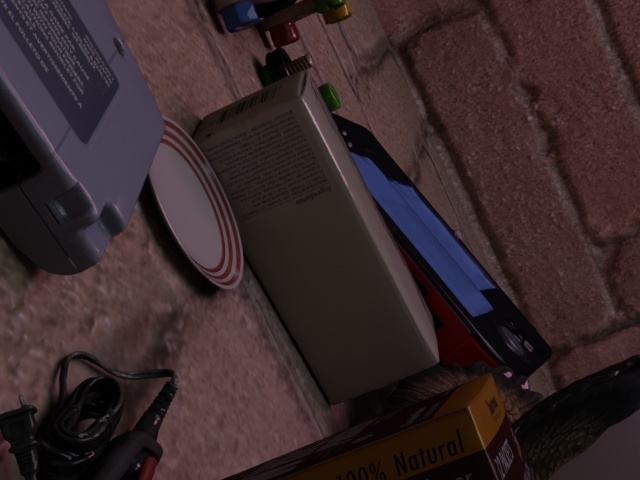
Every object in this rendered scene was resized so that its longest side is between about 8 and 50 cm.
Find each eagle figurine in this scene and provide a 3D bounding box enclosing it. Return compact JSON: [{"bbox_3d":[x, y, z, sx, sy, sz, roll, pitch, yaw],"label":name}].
[{"bbox_3d":[0.139,0.189,0.807,0.225,0.226,0.298,79,33,-59],"label":"eagle figurine"}]

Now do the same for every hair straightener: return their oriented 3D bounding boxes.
[{"bbox_3d":[-0.104,0.100,0.458,0.089,0.047,0.230,64,14,-14],"label":"hair straightener"}]

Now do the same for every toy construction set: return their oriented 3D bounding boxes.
[{"bbox_3d":[-0.007,-0.353,1.172,0.257,0.237,0.309,40,29,-62],"label":"toy construction set"}]

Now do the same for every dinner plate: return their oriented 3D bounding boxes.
[{"bbox_3d":[-0.098,-0.027,0.757,0.141,0.017,0.141,60,14,-26],"label":"dinner plate"}]

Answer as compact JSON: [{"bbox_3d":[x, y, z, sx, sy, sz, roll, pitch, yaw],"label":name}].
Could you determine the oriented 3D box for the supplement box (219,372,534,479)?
[{"bbox_3d":[0.032,0.197,0.515,0.194,0.191,0.129,68,13,6],"label":"supplement box"}]

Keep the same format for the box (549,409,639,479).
[{"bbox_3d":[0.266,0.260,0.981,0.181,0.181,0.119,-96,160,-50],"label":"box"}]

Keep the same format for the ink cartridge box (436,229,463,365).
[{"bbox_3d":[0.202,0.162,1.391,0.186,0.065,0.311,91,-14,-65],"label":"ink cartridge box"}]

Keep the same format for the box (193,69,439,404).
[{"bbox_3d":[0.000,0.000,0.894,0.094,0.113,0.275,-85,151,-65],"label":"box"}]

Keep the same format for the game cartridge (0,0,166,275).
[{"bbox_3d":[-0.186,-0.146,0.541,0.297,0.062,0.198,61,10,-25],"label":"game cartridge"}]

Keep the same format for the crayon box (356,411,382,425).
[{"bbox_3d":[0.129,0.286,0.979,0.203,0.083,0.323,45,26,-58],"label":"crayon box"}]

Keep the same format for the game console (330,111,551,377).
[{"bbox_3d":[0.114,0.001,1.160,0.387,0.060,0.342,52,19,13],"label":"game console"}]
